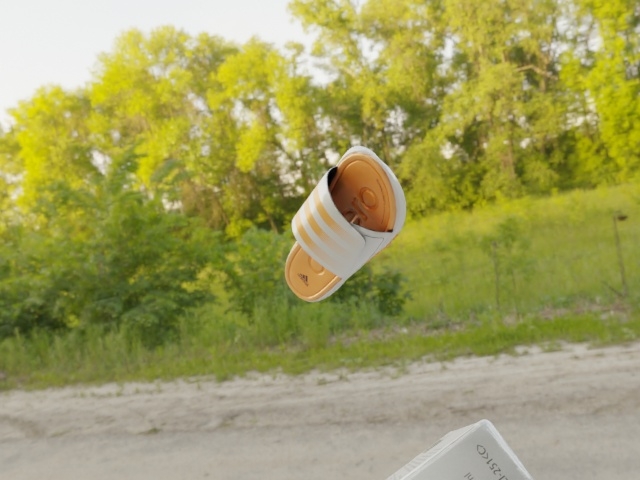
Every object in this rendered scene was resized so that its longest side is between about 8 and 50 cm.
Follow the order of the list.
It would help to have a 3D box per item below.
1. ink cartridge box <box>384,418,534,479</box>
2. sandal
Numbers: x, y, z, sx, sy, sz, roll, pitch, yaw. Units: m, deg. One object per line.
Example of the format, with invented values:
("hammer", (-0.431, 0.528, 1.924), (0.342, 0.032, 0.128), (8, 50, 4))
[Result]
("ink cartridge box", (0.052, 0.272, 0.631), (0.261, 0.066, 0.296), (-34, -18, -5))
("sandal", (0.007, 0.008, 0.767), (0.076, 0.102, 0.265), (-33, -17, -40))
